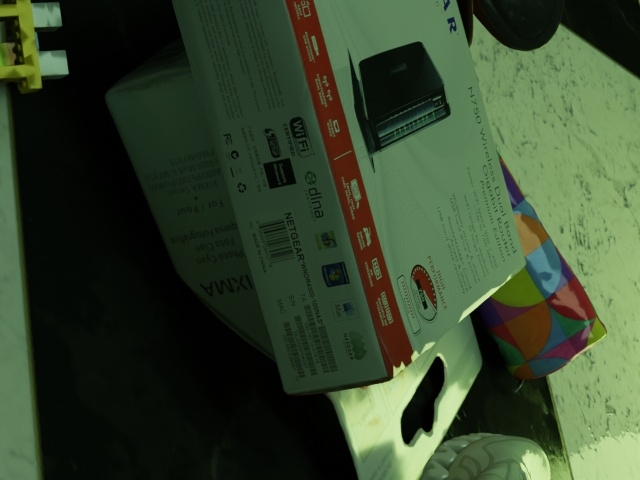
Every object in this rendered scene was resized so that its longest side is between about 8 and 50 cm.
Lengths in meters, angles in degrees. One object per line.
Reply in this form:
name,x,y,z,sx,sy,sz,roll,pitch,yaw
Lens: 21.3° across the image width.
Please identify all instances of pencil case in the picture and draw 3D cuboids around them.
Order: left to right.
pencil case,0.156,0.015,1.500,0.236,0.104,0.104,60,30,-6

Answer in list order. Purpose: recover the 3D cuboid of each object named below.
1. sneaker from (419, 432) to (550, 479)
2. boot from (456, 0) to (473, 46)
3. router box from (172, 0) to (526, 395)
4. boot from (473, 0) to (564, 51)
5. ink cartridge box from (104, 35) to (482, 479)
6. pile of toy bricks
sneaker,0.115,0.210,1.239,0.292,0.118,0.110,-20,99,-58
boot,0.038,-0.266,1.450,0.220,0.109,0.283,-165,-125,-80
router box,0.026,-0.096,1.219,0.301,0.082,0.335,-32,107,-62
boot,0.112,-0.264,1.569,0.264,0.096,0.280,59,-14,4
ink cartridge box,0.000,0.000,1.323,0.308,0.091,0.385,-50,125,-58
pile of toy bricks,-0.239,-0.191,1.089,0.105,0.118,0.212,-7,87,-29
